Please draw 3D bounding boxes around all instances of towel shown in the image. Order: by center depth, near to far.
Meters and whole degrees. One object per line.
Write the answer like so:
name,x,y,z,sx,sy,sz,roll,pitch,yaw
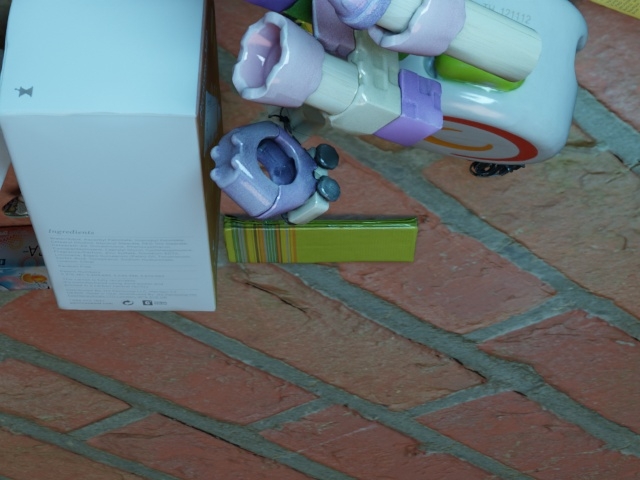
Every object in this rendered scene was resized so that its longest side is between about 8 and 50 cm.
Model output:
towel,0.000,0.000,1.588,0.237,0.021,0.102,0,155,0

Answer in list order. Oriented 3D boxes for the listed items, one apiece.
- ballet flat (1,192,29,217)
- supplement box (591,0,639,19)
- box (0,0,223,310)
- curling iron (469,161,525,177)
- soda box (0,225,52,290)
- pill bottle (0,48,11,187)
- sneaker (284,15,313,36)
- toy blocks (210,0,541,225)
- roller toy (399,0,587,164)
ballet flat,-0.318,-0.051,1.498,0.114,0.041,0.041,-1,149,3
supplement box,0.246,-0.253,1.102,0.233,0.078,0.080,15,146,-21
box,-0.184,-0.104,1.229,0.168,0.215,0.345,1,149,-1
curling iron,0.210,-0.146,1.322,0.068,0.035,0.274,2,150,-11
soda box,-0.313,0.020,1.582,0.183,0.063,0.058,-3,149,6
pill bottle,-0.482,-0.144,1.159,0.392,0.224,0.224,18,145,-27
sneaker,-0.004,-0.203,1.243,0.083,0.031,0.035,2,163,7
toy blocks,-0.035,-0.211,0.981,0.260,0.288,0.309,15,149,-34
roller toy,0.138,-0.161,1.164,0.191,0.146,0.209,20,169,-40
